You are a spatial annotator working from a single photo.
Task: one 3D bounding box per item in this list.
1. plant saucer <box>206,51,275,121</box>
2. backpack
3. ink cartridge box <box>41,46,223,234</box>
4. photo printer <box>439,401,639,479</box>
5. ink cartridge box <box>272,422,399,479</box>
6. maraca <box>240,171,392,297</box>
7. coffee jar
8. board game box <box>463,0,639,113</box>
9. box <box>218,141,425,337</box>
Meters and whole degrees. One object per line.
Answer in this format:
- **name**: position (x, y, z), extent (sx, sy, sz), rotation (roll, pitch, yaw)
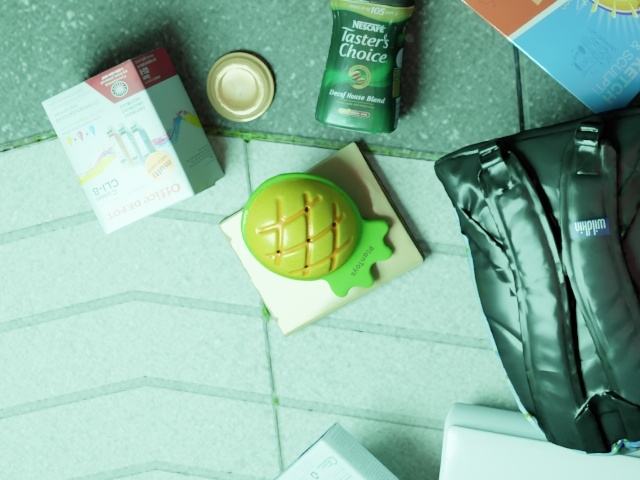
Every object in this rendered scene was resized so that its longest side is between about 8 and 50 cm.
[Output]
- **plant saucer**: position (-0.095, -0.182, 2.047), extent (0.083, 0.013, 0.083), rotation (3, 102, 13)
- **backpack**: position (0.310, 0.055, 1.890), extent (0.290, 0.273, 0.355), rotation (-15, 80, 25)
- **ink cartridge box**: position (-0.217, -0.117, 2.031), extent (0.128, 0.127, 0.176), rotation (-23, 97, 17)
- **photo printer**: position (0.288, 0.335, 2.022), extent (0.307, 0.107, 0.256), rotation (9, 105, 12)
- **ink cartridge box**: position (0.039, 0.349, 2.070), extent (0.224, 0.045, 0.223), rotation (45, 137, 1)
- **maraca**: position (-0.005, -0.006, 2.002), extent (0.186, 0.099, 0.127), rotation (28, 105, -19)
- **coffee jar**: position (0.052, -0.218, 1.968), extent (0.096, 0.079, 0.184), rotation (10, 104, 11)
- **board game box**: position (0.332, -0.322, 1.884), extent (0.242, 0.064, 0.316), rotation (40, 108, 2)
- **box**: position (0.000, 0.000, 2.061), extent (0.201, 0.021, 0.164), rotation (-30, 94, 19)
